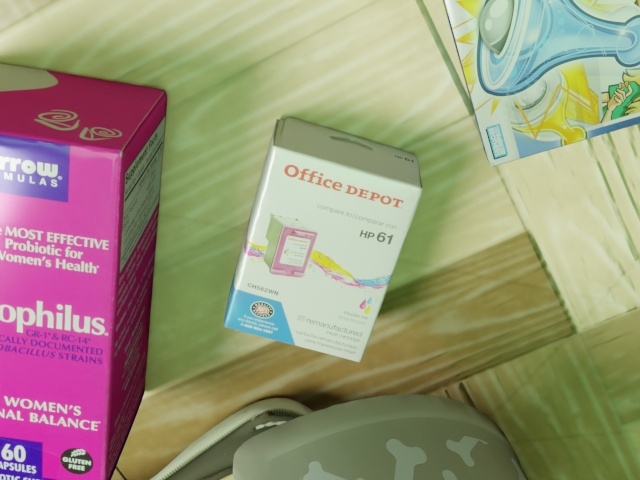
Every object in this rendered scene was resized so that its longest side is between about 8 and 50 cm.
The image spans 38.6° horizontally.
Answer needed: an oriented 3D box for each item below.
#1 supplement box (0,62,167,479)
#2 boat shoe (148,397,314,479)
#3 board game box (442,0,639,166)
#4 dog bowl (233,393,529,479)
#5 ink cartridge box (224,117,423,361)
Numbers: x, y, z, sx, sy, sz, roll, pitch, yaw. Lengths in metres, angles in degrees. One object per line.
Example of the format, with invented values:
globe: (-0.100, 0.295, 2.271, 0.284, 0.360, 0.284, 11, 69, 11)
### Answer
supplement box: (-0.160, 0.022, 0.528, 0.111, 0.114, 0.220, 8, 114, -1)
boat shoe: (-0.112, 0.225, 0.587, 0.305, 0.091, 0.109, -40, 106, -1)
board game box: (0.127, -0.151, 0.474, 0.136, 0.035, 0.201, -17, 114, 10)
dog bowl: (0.010, 0.261, 0.551, 0.348, 0.102, 0.349, -18, 129, -23)
ink cartridge box: (0.000, 0.000, 0.543, 0.088, 0.052, 0.123, 15, 114, -5)
